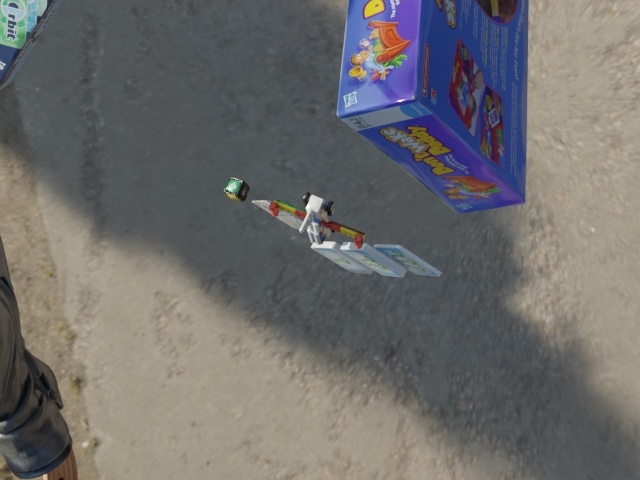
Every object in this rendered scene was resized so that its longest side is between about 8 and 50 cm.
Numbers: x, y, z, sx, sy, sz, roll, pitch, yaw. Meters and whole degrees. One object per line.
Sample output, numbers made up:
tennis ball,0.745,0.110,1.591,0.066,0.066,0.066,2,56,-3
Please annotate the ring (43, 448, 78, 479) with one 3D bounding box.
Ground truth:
ring,-0.516,0.354,1.271,0.032,0.336,0.337,-30,91,33

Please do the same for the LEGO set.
LEGO set,0.000,0.000,1.016,0.244,0.182,0.060,33,74,-31

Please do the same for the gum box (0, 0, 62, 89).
gum box,-0.331,-0.253,0.774,0.184,0.041,0.157,38,116,-11

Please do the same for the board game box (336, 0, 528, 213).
board game box,0.125,-0.231,0.837,0.078,0.233,0.347,-8,65,34

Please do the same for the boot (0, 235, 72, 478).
boot,-0.353,0.070,0.876,0.118,0.338,0.223,-21,133,-3
